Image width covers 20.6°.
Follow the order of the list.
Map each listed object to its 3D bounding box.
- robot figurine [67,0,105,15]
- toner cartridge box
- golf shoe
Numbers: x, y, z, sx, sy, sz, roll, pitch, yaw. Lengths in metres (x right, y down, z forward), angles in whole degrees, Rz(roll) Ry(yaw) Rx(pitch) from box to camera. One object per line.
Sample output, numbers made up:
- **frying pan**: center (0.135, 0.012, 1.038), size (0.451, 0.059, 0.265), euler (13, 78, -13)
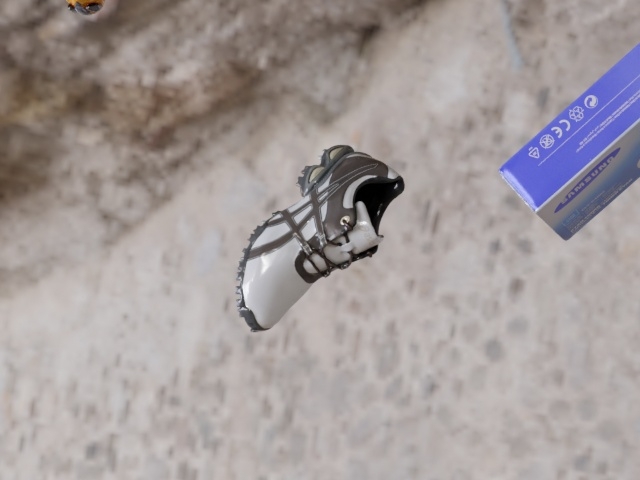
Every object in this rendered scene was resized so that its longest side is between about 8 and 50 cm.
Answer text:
- **robot figurine**: center (-0.143, -0.291, 1.214), size (0.211, 0.085, 0.291), euler (2, 79, 17)
- **toner cartridge box**: center (0.375, -0.153, 2.040), size (0.348, 0.165, 0.075), euler (-42, 67, 8)
- **golf shoe**: center (0.000, 0.000, 1.564), size (0.094, 0.077, 0.198), euler (15, 66, 41)
